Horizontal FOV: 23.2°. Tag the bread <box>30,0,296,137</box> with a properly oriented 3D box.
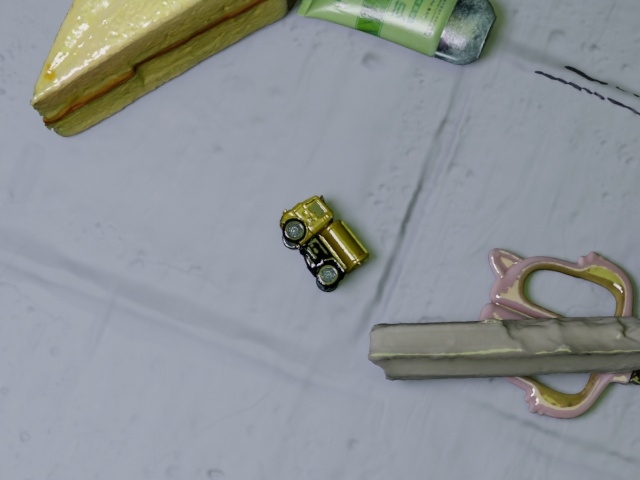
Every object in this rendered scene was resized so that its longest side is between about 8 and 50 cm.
[{"bbox_3d":[-0.171,-0.234,1.395,0.264,0.167,0.163,-31,81,-3],"label":"bread"}]

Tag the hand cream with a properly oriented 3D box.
[{"bbox_3d":[0.075,-0.221,1.451,0.175,0.046,0.095,24,84,6],"label":"hand cream"}]

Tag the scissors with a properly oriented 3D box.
[{"bbox_3d":[0.284,0.110,1.409,0.317,0.024,0.160,22,80,4],"label":"scissors"}]

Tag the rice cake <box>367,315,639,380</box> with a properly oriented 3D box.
[{"bbox_3d":[0.169,0.094,1.369,0.256,0.057,0.052,-2,82,1],"label":"rice cake"}]

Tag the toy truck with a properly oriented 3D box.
[{"bbox_3d":[0.000,0.000,1.415,0.054,0.049,0.083,-38,84,-7],"label":"toy truck"}]
